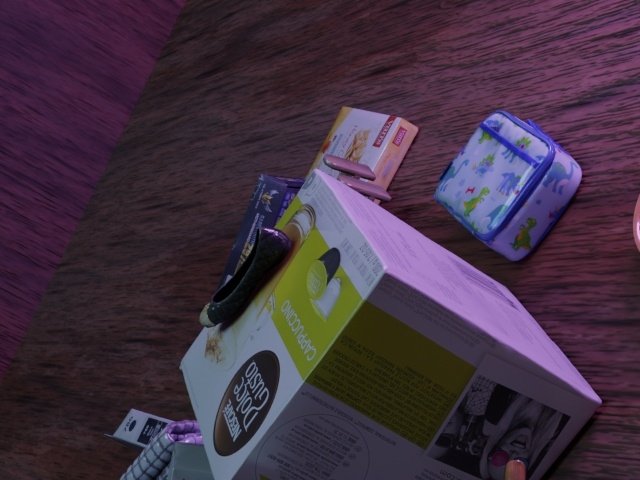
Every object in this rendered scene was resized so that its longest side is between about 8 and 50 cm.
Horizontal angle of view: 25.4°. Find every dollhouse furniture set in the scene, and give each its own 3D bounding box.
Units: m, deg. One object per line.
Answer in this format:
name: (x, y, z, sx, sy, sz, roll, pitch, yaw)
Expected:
dollhouse furniture set: (0.000, 0.000, 2.259, 0.212, 0.161, 0.242, -65, 28, 20)

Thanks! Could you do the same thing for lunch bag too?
lunch bag: (0.263, -0.084, 2.002, 0.176, 0.090, 0.219, -52, 26, 9)

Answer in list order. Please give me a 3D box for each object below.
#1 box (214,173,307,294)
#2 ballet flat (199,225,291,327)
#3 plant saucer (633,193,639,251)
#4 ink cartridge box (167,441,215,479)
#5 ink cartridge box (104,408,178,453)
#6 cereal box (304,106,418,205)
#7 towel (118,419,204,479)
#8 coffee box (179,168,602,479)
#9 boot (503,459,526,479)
box: (-0.084, 0.005, 2.412, 0.232, 0.059, 0.183, -68, -19, 8)
ballet flat: (-0.102, 0.044, 1.777, 0.173, 0.049, 0.057, -49, 24, 25)
plant saucer: (0.453, -0.051, 1.666, 0.200, 0.037, 0.200, -42, 29, 31)
ink cartridge box: (-0.120, 0.353, 1.870, 0.127, 0.176, 0.128, -118, 37, -82)
ink cartridge box: (-0.224, 0.346, 2.340, 0.333, 0.165, 0.065, -1, 61, 60)
cereal box: (0.064, -0.142, 2.484, 0.173, 0.047, 0.240, -62, 25, -3)
towel: (-0.167, 0.388, 2.074, 0.235, 0.284, 0.121, -53, 49, 22)
coffee box: (0.068, 0.177, 1.770, 0.334, 0.338, 0.337, -54, 24, 11)
boot: (0.216, 0.354, 1.475, 0.096, 0.264, 0.280, -3, 48, 13)
